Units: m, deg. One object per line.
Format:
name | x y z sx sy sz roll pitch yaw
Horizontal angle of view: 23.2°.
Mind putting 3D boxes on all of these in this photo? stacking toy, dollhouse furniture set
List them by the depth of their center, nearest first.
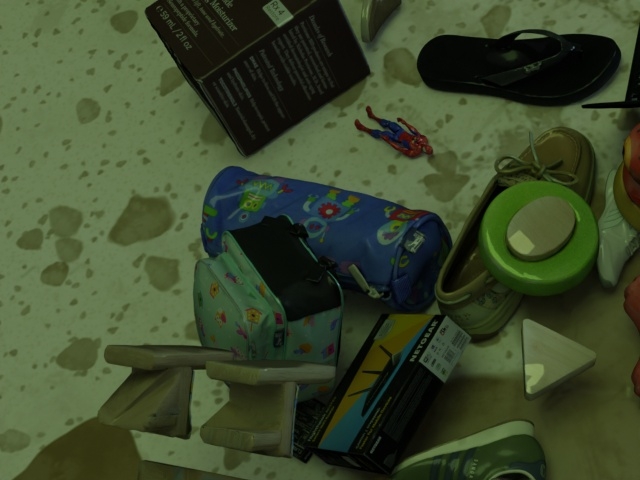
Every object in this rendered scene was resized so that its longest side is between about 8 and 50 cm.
dollhouse furniture set | -0.008 0.301 1.524 0.394 0.256 0.362 5 89 36
stacking toy | 0.317 0.013 1.611 0.279 0.130 0.309 -10 62 -2

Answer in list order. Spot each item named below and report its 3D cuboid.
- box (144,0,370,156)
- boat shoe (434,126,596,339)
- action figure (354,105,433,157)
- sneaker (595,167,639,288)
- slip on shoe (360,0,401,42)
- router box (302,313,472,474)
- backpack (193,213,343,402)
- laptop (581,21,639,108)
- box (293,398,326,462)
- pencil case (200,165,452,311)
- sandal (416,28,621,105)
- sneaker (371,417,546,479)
box | -0.079 -0.253 1.977 0.203 0.167 0.168 -35 52 -3
boat shoe | 0.221 -0.022 1.752 0.104 0.089 0.285 18 66 31
action figure | 0.093 -0.130 1.916 0.115 0.030 0.038 30 68 32
sneaker | 0.338 -0.015 1.724 0.061 0.054 0.152 6 60 22
slip on shoe | 0.084 -0.313 2.030 0.041 0.051 0.135 10 56 14
router box | 0.070 0.163 1.680 0.179 0.046 0.133 -57 23 -20
backpack | -0.055 0.092 1.707 0.144 0.188 0.166 -24 44 -19
laptop | 0.441 -0.224 1.752 0.234 0.136 0.264 -1 57 30
box | -0.031 0.202 1.750 0.083 0.018 0.067 25 70 33
pencil case | 0.000 0.000 1.806 0.306 0.119 0.133 14 41 30
sandal | 0.235 -0.217 1.897 0.254 0.054 0.097 2 59 23
sneaker | 0.144 0.257 1.613 0.192 0.064 0.086 -24 52 6
